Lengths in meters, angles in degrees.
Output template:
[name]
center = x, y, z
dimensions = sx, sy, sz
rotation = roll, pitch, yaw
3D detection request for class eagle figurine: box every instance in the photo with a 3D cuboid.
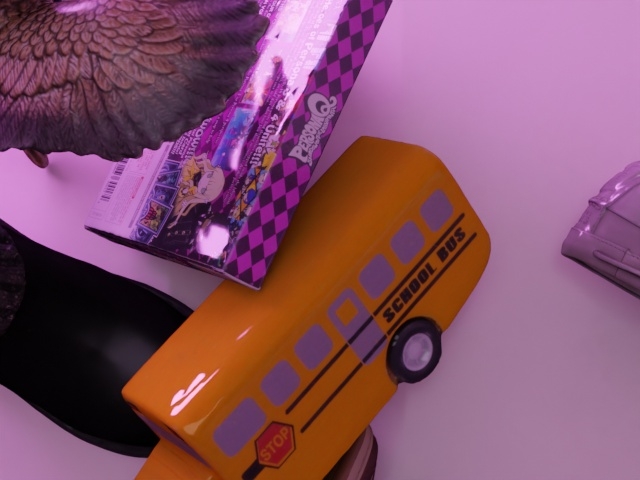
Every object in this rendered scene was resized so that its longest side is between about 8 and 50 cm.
[eagle figurine]
center = -0.211, -0.170, 0.845
dimensions = 0.226, 0.298, 0.225
rotation = 16, 75, -37

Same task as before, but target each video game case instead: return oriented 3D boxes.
[video game case]
center = -0.069, -0.091, 0.909
dimensions = 0.210, 0.042, 0.232
rotation = 13, 76, 52

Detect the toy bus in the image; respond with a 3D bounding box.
[toy bus]
center = -0.022, 0.086, 0.864
dimensions = 0.333, 0.108, 0.130
rotation = -47, 124, -17

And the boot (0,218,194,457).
[boot]
center = -0.232, 0.050, 0.856
dimensions = 0.348, 0.260, 0.131
rotation = 26, 85, 7

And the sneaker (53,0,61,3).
[sneaker]
center = -0.284, -0.231, 0.991
dimensions = 0.235, 0.094, 0.153
rotation = -27, 71, -10

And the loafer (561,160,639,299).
[loafer]
center = 0.317, 0.077, 0.886
dimensions = 0.111, 0.112, 0.319
rotation = -46, 72, 2

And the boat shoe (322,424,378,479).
[boat shoe]
center = -0.043, 0.285, 0.886
dimensions = 0.123, 0.123, 0.342
rotation = 4, 58, 45
